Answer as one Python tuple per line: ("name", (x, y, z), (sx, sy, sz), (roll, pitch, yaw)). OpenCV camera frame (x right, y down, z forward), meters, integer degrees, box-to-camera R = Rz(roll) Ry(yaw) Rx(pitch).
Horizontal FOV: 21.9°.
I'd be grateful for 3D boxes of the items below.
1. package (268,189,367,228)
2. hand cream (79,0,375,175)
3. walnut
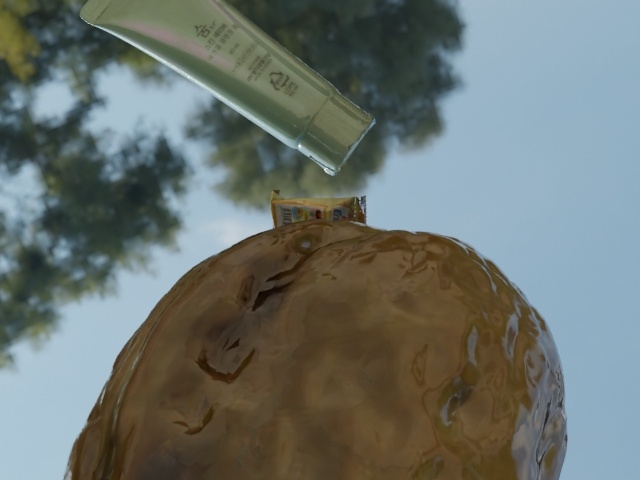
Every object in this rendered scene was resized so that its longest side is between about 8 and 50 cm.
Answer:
("package", (-0.002, 0.000, 1.772), (0.121, 0.108, 0.031), (5, -157, 27))
("hand cream", (-0.058, -0.121, 1.105), (0.078, 0.205, 0.050), (-53, 178, -9))
("walnut", (0.001, 0.074, 0.526), (0.155, 0.155, 0.184), (1, -127, 36))
